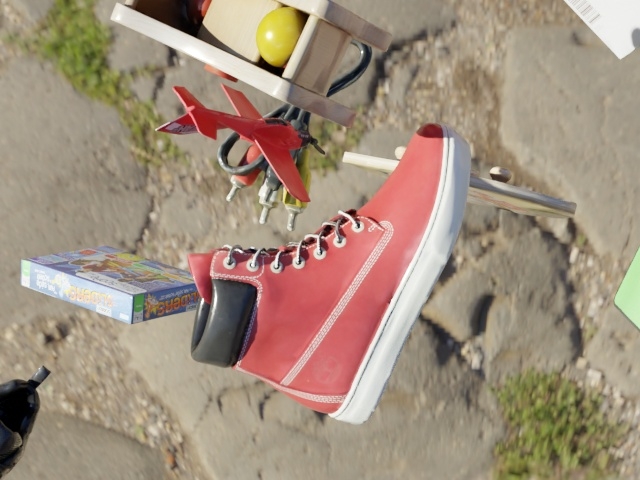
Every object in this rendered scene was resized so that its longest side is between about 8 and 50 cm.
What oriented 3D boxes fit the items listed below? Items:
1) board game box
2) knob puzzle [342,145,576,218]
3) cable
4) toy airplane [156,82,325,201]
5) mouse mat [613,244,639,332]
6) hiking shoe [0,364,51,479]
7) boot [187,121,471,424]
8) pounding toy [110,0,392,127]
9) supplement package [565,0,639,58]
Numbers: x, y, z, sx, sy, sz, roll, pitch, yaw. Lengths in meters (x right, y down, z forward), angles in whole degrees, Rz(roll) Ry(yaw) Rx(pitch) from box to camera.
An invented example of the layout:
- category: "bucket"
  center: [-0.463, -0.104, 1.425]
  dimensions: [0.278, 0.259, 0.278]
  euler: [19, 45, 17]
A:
- category: "board game box"
  center: [-0.244, 0.050, 1.701]
  dimensions: [0.201, 0.136, 0.035]
  euler: [15, 107, 39]
- category: "knob puzzle"
  center: [0.144, -0.054, 1.280]
  dimensions: [0.213, 0.213, 0.030]
  euler: [14, 88, 11]
- category: "cable"
  center: [-0.039, -0.164, 1.925]
  dimensions: [0.139, 0.072, 0.287]
  euler: [26, 85, 2]
- category: "toy airplane"
  center: [-0.062, -0.090, 1.128]
  dimensions: [0.151, 0.028, 0.151]
  euler: [23, 30, -14]
- category: "mouse mat"
  center: [0.387, 0.027, 1.612]
  dimensions: [0.007, 0.190, 0.153]
  euler: [23, 100, -7]
- category: "hiking shoe"
  center: [-0.298, 0.182, 1.134]
  dimensions: [0.086, 0.114, 0.227]
  euler: [36, 36, -5]
- category: "boot"
  center: [0.000, 0.000, 1.080]
  dimensions: [0.176, 0.088, 0.244]
  euler: [24, 90, -13]
- category: "pounding toy"
  center: [-0.053, -0.201, 1.084]
  dimensions: [0.269, 0.154, 0.155]
  euler: [32, 99, 52]
- category: "supplement package"
  center: [0.357, -0.322, 1.409]
  dimensions: [0.244, 0.134, 0.139]
  euler: [-43, 91, -14]
